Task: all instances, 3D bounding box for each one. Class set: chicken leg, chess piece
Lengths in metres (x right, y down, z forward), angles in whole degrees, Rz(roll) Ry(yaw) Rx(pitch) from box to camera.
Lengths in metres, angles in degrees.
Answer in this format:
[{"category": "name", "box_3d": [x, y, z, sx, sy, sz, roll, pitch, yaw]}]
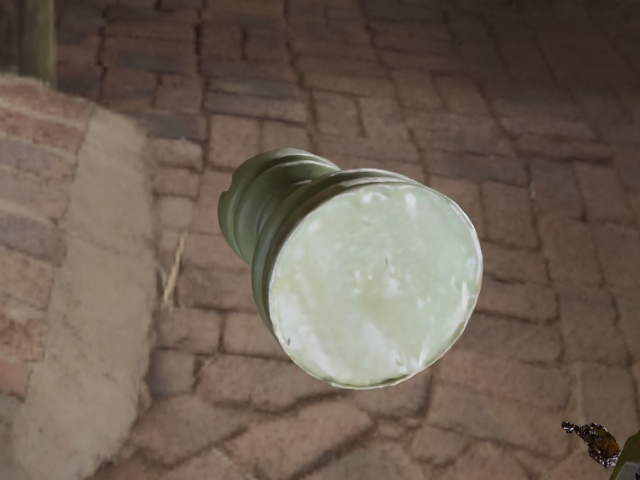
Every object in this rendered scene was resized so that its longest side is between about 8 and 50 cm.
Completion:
[{"category": "chicken leg", "box_3d": [0.314, 0.228, 1.315, 0.036, 0.021, 0.083, -36, 46, -9]}, {"category": "chess piece", "box_3d": [0.000, 0.000, 1.363, 0.234, 0.234, 0.442, -1, 13, -16]}]

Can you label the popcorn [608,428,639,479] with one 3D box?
[{"category": "popcorn", "box_3d": [0.329, 0.219, 0.816, 0.252, 0.286, 0.215, 28, 15, 32]}]
